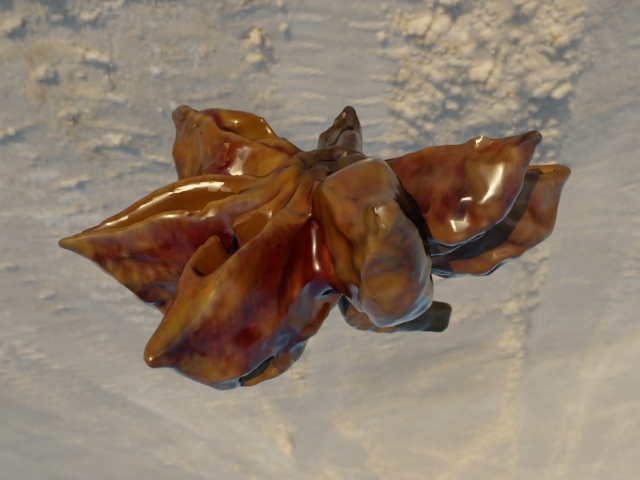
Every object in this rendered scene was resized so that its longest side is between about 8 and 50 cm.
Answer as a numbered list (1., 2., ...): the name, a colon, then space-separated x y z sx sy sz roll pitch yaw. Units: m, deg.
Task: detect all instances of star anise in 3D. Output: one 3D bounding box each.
1. star anise: -0.001 -0.002 0.396 0.212 0.111 0.196 8 -167 9
